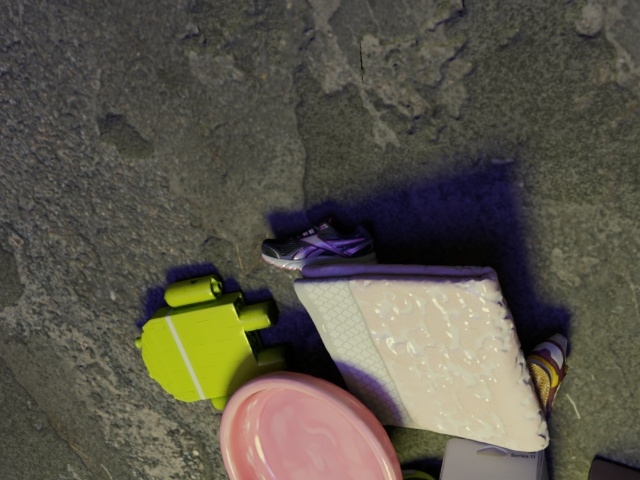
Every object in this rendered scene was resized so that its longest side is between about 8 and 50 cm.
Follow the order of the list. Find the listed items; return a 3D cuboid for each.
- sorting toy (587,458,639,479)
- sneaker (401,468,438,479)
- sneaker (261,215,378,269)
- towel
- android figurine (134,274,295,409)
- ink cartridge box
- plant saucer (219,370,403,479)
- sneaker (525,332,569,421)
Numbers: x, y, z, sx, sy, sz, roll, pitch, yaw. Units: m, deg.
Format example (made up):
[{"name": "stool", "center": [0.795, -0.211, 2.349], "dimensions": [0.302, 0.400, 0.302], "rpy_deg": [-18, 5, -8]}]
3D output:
[{"name": "sorting toy", "center": [0.495, 0.482, 1.374], "dimensions": [0.257, 0.255, 0.089], "rpy_deg": [17, 135, 12]}, {"name": "sneaker", "center": [0.097, 0.486, 1.588], "dimensions": [0.300, 0.121, 0.111], "rpy_deg": [-37, 100, 31]}, {"name": "sneaker", "center": [0.000, 0.000, 1.422], "dimensions": [0.178, 0.072, 0.077], "rpy_deg": [2, 103, 11]}, {"name": "towel", "center": [0.148, 0.170, 1.376], "dimensions": [0.317, 0.053, 0.332], "rpy_deg": [1, 131, 33]}, {"name": "android figurine", "center": [-0.184, 0.178, 1.574], "dimensions": [0.272, 0.056, 0.248], "rpy_deg": [-14, 111, 23]}, {"name": "ink cartridge box", "center": [0.278, 0.406, 1.470], "dimensions": [0.153, 0.087, 0.208], "rpy_deg": [-1, 132, 21]}, {"name": "plant saucer", "center": [-0.007, 0.349, 1.511], "dimensions": [0.332, 0.084, 0.332], "rpy_deg": [15, 118, 29]}, {"name": "sneaker", "center": [0.328, 0.212, 1.401], "dimensions": [0.069, 0.084, 0.185], "rpy_deg": [36, 151, 22]}]
